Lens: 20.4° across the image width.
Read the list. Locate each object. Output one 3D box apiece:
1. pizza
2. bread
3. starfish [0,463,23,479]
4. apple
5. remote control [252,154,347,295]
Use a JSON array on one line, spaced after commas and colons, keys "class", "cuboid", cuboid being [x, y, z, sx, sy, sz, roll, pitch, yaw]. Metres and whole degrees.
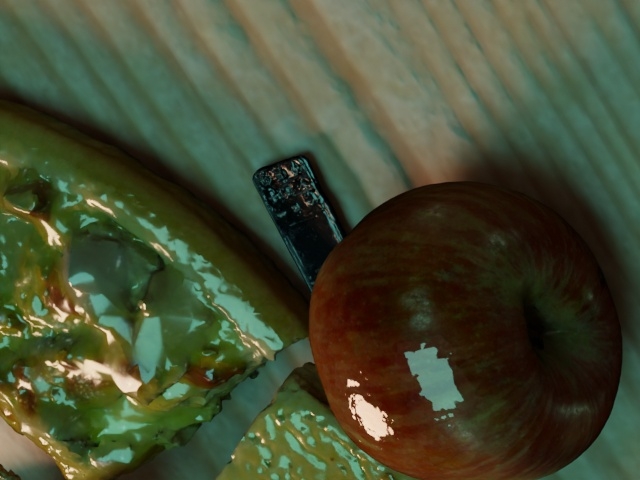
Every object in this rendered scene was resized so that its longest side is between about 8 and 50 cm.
[{"class": "pizza", "cuboid": [-0.163, 0.038, 1.003, 0.323, 0.089, 0.223, 27, 124, 15]}, {"class": "bread", "cuboid": [0.009, 0.156, 0.959, 0.138, 0.102, 0.196, 34, 126, 6]}, {"class": "starfish", "cuboid": [-0.166, 0.197, 1.095, 0.231, 0.048, 0.295, 31, 152, 23]}, {"class": "apple", "cuboid": [0.064, 0.044, 0.839, 0.131, 0.146, 0.146, -9, 113, 44]}, {"class": "remote control", "cuboid": [0.000, 0.000, 0.928, 0.039, 0.014, 0.096, -18, 106, 36]}]
